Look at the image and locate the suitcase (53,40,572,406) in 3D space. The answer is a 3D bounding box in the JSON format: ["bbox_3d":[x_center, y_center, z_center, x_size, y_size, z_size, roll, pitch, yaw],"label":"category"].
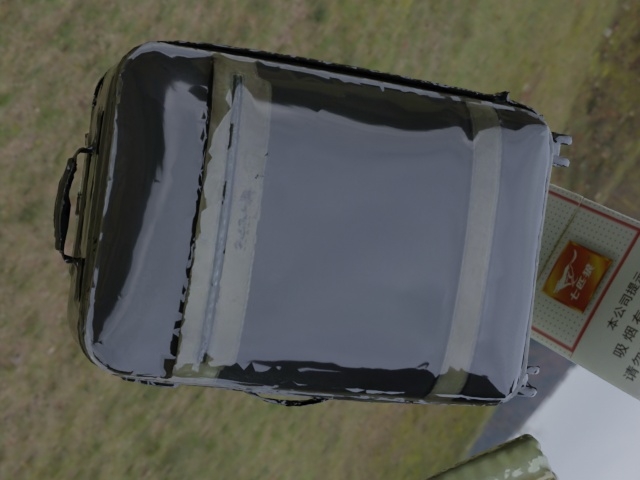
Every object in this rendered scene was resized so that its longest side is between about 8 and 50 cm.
[{"bbox_3d":[0.000,0.000,0.902,0.194,0.433,0.283,-171,-91,-73],"label":"suitcase"}]

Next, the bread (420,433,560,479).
[{"bbox_3d":[0.062,0.299,0.841,0.338,0.187,0.155,-26,153,-2],"label":"bread"}]

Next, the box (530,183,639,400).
[{"bbox_3d":[0.381,0.068,1.483,0.095,0.330,0.210,28,93,-40],"label":"box"}]
